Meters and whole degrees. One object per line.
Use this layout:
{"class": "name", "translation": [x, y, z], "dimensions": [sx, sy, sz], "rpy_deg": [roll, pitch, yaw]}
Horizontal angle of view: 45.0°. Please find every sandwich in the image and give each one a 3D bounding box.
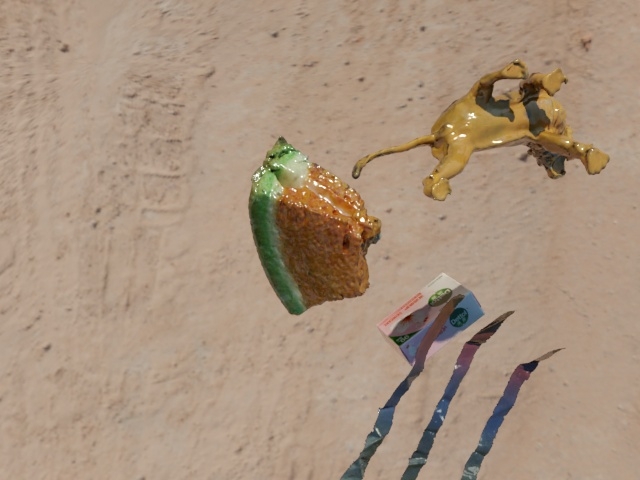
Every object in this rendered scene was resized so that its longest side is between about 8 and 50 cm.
{"class": "sandwich", "translation": [-0.008, 0.006, 1.223], "dimensions": [0.109, 0.212, 0.292], "rpy_deg": [-45, 147, -43]}

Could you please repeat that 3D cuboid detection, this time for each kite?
{"class": "kite", "translation": [0.033, 0.129, 0.346], "dimensions": [0.127, 0.016, 0.229], "rpy_deg": [23, 103, -29]}

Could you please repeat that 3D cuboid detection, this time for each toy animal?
{"class": "toy animal", "translation": [0.142, -0.101, 0.722], "dimensions": [0.255, 0.116, 0.114], "rpy_deg": [-9, 95, -17]}

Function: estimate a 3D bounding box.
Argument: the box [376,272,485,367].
{"class": "box", "translation": [0.148, 0.107, 1.052], "dimensions": [0.125, 0.089, 0.043], "rpy_deg": [-38, 112, -6]}
